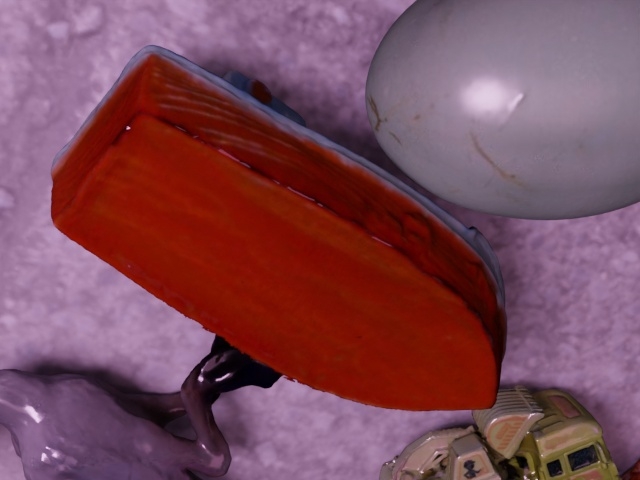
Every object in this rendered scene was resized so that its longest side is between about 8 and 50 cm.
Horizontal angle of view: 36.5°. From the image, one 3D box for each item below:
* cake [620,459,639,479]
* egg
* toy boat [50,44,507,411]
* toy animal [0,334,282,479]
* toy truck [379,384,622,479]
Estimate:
[{"bbox_3d":[0.302,0.285,0.811,0.262,0.160,0.158,-44,112,4],"label":"cake"},{"bbox_3d":[0.142,-0.096,0.608,0.230,0.168,0.168,-5,113,-8],"label":"egg"},{"bbox_3d":[0.000,0.000,0.624,0.331,0.133,0.145,33,122,-22],"label":"toy boat"},{"bbox_3d":[-0.170,0.128,0.662,0.324,0.090,0.195,-11,109,-21],"label":"toy animal"},{"bbox_3d":[0.133,0.182,0.768,0.191,0.085,0.116,-20,110,-4],"label":"toy truck"}]
